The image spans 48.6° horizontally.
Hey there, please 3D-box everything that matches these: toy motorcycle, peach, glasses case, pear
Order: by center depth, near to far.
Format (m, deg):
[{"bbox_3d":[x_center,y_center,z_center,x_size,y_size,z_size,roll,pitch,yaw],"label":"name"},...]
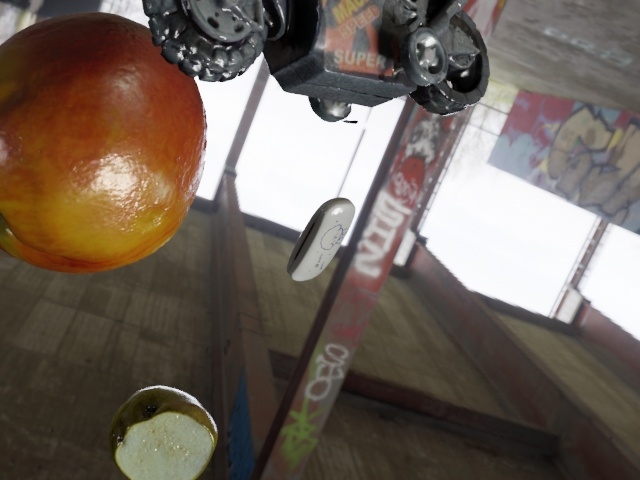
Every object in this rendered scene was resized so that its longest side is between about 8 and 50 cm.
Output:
[{"bbox_3d":[0.013,-0.179,0.497,0.307,0.173,0.108,-3,173,-41],"label":"toy motorcycle"},{"bbox_3d":[-0.247,-0.103,0.769,0.281,0.280,0.238,17,160,-24],"label":"peach"},{"bbox_3d":[-0.207,0.251,0.939,0.141,0.141,0.104,18,-159,-21],"label":"pear"},{"bbox_3d":[0.000,0.000,1.289,0.076,0.197,0.049,-3,-134,-39],"label":"glasses case"}]
